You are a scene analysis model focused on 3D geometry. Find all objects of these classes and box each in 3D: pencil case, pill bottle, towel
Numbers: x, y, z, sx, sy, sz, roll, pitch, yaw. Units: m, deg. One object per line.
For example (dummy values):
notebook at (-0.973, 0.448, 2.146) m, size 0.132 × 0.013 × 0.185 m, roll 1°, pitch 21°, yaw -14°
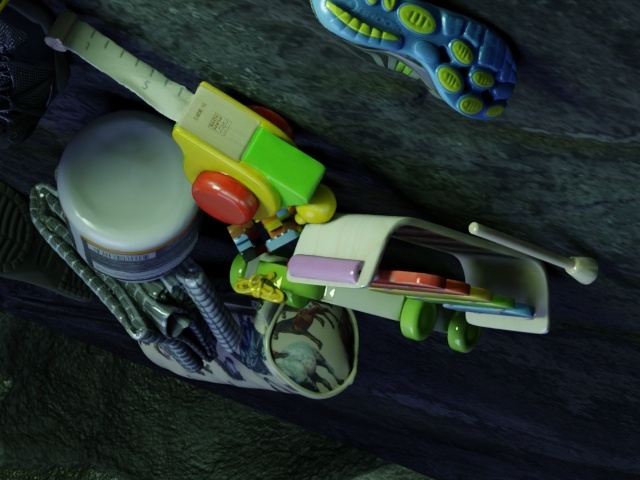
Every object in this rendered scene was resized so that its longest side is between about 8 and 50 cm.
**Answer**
pencil case at (-0.117, 0.125, 2.424) m, size 0.410 × 0.160 × 0.183 m, roll 3°, pitch 133°, yaw 55°
pill bottle at (-0.217, -0.040, 1.939) m, size 0.162 × 0.162 × 0.278 m, roll 23°, pitch 167°, yaw 0°
towel at (-0.248, 0.044, 2.216) m, size 0.283 × 0.121 × 0.235 m, roll 43°, pitch 171°, yaw 24°

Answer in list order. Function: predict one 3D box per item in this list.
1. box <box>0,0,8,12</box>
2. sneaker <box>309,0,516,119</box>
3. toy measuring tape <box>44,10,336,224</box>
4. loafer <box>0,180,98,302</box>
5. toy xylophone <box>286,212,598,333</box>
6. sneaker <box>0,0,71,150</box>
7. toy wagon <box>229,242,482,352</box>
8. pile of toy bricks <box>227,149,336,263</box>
box at (-0.427, -0.127, 1.543) m, size 0.079 × 0.257 × 0.322 m, roll 39°, pitch 142°, yaw -22°
sneaker at (0.072, -0.154, 1.268) m, size 0.188 × 0.067 × 0.078 m, roll 26°, pitch -173°, yaw -23°
toy measuring tape at (-0.131, -0.108, 1.658) m, size 0.330 × 0.121 × 0.121 m, roll 31°, pitch 165°, yaw -8°
loafer at (-0.492, 0.001, 2.595) m, size 0.130 × 0.134 × 0.366 m, roll 9°, pitch 161°, yaw 45°
toy xylophone at (0.130, 0.032, 1.716) m, size 0.322 × 0.081 × 0.236 m, roll 14°, pitch 173°, yaw -37°
sneaker at (-0.320, -0.168, 1.678) m, size 0.087 × 0.130 × 0.227 m, roll 21°, pitch 161°, yaw 8°
toy wagon at (0.024, 0.059, 1.976) m, size 0.267 × 0.068 × 0.344 m, roll 13°, pitch 177°, yaw 32°
pile of toy bricks at (-0.053, -0.048, 1.819) m, size 0.105 × 0.118 × 0.212 m, roll 62°, pitch 175°, yaw -1°
